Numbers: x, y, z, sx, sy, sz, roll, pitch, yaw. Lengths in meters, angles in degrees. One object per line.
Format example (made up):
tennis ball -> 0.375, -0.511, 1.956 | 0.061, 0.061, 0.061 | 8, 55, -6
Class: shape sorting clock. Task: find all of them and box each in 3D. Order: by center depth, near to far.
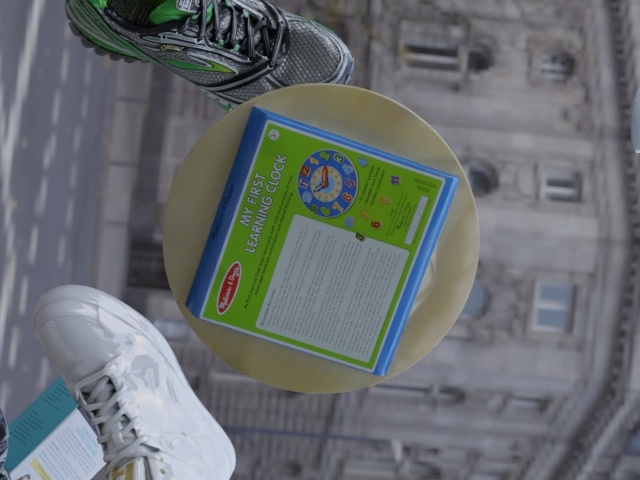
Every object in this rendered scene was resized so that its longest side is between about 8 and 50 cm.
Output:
shape sorting clock -> 0.000, 0.000, 0.965 | 0.040, 0.206, 0.206 | -102, -162, -75

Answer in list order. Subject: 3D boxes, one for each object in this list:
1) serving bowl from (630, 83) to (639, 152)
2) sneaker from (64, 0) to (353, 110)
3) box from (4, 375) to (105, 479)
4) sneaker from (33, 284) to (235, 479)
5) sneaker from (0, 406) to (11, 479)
serving bowl -> 0.386, -0.143, 1.733 | 0.083, 0.027, 0.083 | -22, 115, -61
sneaker -> -0.129, -0.234, 1.684 | 0.146, 0.343, 0.134 | 121, -17, -79
box -> -0.333, 0.267, 1.650 | 0.244, 0.060, 0.100 | -45, 137, -21
sneaker -> -0.192, 0.188, 1.492 | 0.292, 0.108, 0.169 | 51, 22, -21
sneaker -> -0.251, 0.175, 0.992 | 0.101, 0.106, 0.267 | -30, 134, -37
